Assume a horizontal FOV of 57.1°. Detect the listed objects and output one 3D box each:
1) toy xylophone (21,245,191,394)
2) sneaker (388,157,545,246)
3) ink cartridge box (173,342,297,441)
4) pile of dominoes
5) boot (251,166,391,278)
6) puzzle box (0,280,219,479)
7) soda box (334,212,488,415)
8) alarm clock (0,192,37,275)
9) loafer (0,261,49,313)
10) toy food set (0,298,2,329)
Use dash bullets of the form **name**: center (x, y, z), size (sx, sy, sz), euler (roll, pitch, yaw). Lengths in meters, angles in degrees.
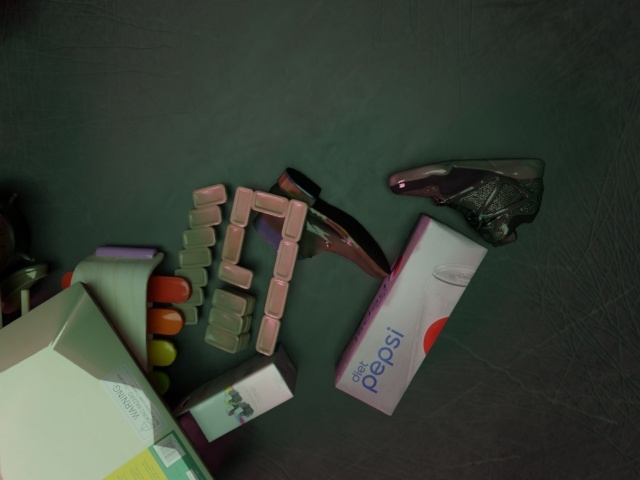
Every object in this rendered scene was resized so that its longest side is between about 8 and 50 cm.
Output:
- **toy xylophone**: center (-0.333, 0.163, 0.900), size (0.236, 0.081, 0.322), euler (10, 97, 5)
- **sneaker**: center (0.215, -0.054, 0.863), size (0.228, 0.087, 0.130), euler (0, 90, -4)
- **ink cartridge box**: center (-0.129, 0.236, 0.894), size (0.181, 0.104, 0.061), euler (-29, 95, 5)
- **pile of dominoes**: center (-0.126, 0.040, 0.894), size (0.196, 0.040, 0.251), euler (17, 99, 21)
- **boot**: center (0.000, 0.000, 0.890), size (0.219, 0.082, 0.106), euler (44, 111, -1)
- **puzzle box**: center (-0.328, 0.297, 0.792), size (0.272, 0.052, 0.409), euler (-33, 89, -14)
- **soda box**: center (0.130, 0.107, 0.882), size (0.098, 0.091, 0.286), euler (29, 96, -3)
- **alarm clock**: center (-0.534, -0.001, 0.893), size (0.192, 0.064, 0.129), euler (-11, 97, -1)
- **loafer**: center (-0.472, 0.081, 0.909), size (0.148, 0.056, 0.050), euler (-30, 96, 14)
- **toy food set**: center (-0.564, 0.072, 0.808), size (0.220, 0.092, 0.306), euler (-4, 99, -30)
